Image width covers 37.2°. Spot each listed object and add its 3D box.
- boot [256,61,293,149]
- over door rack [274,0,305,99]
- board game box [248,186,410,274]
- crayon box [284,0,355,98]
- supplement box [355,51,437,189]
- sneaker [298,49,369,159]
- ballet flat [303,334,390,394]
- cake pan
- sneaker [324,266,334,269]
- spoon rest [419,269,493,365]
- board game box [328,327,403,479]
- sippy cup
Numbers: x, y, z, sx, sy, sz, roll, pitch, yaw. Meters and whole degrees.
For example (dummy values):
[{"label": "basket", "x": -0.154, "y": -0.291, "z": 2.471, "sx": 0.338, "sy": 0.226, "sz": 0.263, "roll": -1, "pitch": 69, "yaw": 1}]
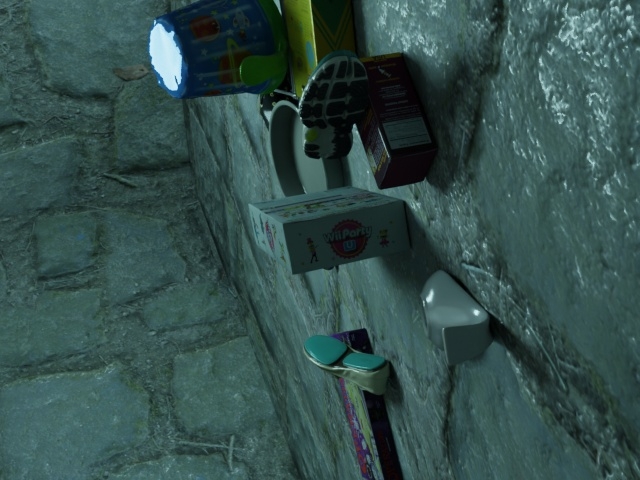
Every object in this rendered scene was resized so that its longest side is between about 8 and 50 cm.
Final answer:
[{"label": "boot", "x": -0.086, "y": -0.306, "z": 2.228, "sx": 0.236, "sy": 0.085, "sz": 0.179, "roll": 106, "pitch": 145, "yaw": -63}, {"label": "over door rack", "x": -0.103, "y": -0.437, "z": 2.047, "sx": 0.324, "sy": 0.108, "sz": 0.240, "roll": 17, "pitch": 121, "yaw": 51}, {"label": "board game box", "x": 0.008, "y": -0.028, "z": 1.775, "sx": 0.303, "sy": 0.224, "sz": 0.097, "roll": -152, "pitch": 52, "yaw": -74}, {"label": "crayon box", "x": -0.005, "y": -0.412, "z": 1.782, "sx": 0.202, "sy": 0.081, "sz": 0.319, "roll": -130, "pitch": 31, "yaw": -63}, {"label": "supplement box", "x": 0.110, "y": -0.190, "z": 1.511, "sx": 0.104, "sy": 0.080, "sz": 0.188, "roll": 106, "pitch": 150, "yaw": -64}, {"label": "sneaker", "x": 0.008, "y": -0.227, "z": 1.516, "sx": 0.275, "sy": 0.107, "sz": 0.110, "roll": 112, "pitch": 153, "yaw": -67}, {"label": "ballet flat", "x": 0.056, "y": 0.271, "z": 2.034, "sx": 0.248, "sy": 0.086, "sz": 0.086, "roll": 16, "pitch": 120, "yaw": 50}, {"label": "cake pan", "x": -0.030, "y": -0.168, "z": 2.086, "sx": 0.293, "sy": 0.054, "sz": 0.293, "roll": 50, "pitch": 149, "yaw": 45}, {"label": "sneaker", "x": 0.000, "y": 0.000, "z": 2.220, "sx": 0.053, "sy": 0.059, "sz": 0.144, "roll": -24, "pitch": 94, "yaw": 45}, {"label": "spoon rest", "x": 0.207, "y": 0.125, "z": 1.455, "sx": 0.276, "sy": 0.084, "sz": 0.137, "roll": -102, "pitch": 2, "yaw": -81}, {"label": "board game box", "x": 0.099, "y": 0.375, "z": 2.162, "sx": 0.208, "sy": 0.056, "sz": 0.347, "roll": 138, "pitch": 119, "yaw": -79}, {"label": "sippy cup", "x": -0.220, "y": -0.392, "z": 1.937, "sx": 0.305, "sy": 0.224, "sz": 0.240, "roll": -20, "pitch": 90, "yaw": 58}]
